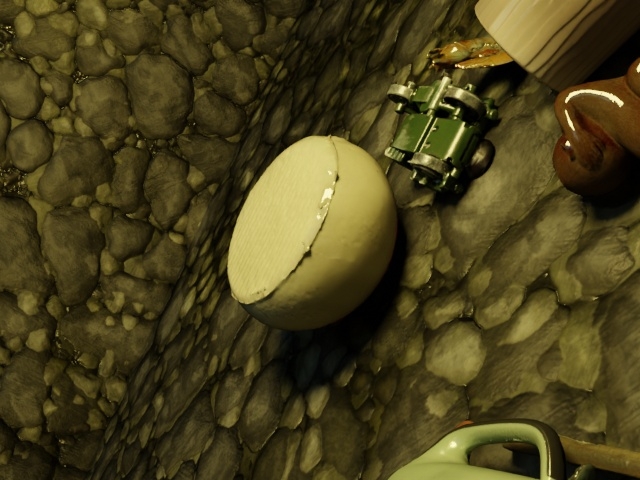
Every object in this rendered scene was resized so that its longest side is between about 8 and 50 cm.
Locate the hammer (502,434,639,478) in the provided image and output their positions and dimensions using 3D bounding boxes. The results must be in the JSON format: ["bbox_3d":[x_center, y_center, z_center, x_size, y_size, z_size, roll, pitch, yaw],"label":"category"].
[{"bbox_3d":[0.306,0.233,0.754,0.297,0.027,0.125,-7,54,61],"label":"hammer"}]

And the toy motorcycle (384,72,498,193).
[{"bbox_3d":[0.206,-0.194,1.293,0.275,0.127,0.205,24,88,59],"label":"toy motorcycle"}]

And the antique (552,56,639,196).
[{"bbox_3d":[0.392,-0.133,0.863,0.257,0.121,0.143,-19,57,47],"label":"antique"}]

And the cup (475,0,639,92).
[{"bbox_3d":[0.382,-0.394,1.037,0.273,0.208,0.288,-48,29,31],"label":"cup"}]

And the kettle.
[{"bbox_3d":[0.185,0.305,0.770,0.240,0.165,0.255,-61,18,-20],"label":"kettle"}]

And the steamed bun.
[{"bbox_3d":[0.000,0.000,1.334,0.374,0.241,0.374,-38,36,35],"label":"steamed bun"}]

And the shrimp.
[{"bbox_3d":[0.277,-0.329,1.242,0.132,0.187,0.051,-108,5,-71],"label":"shrimp"}]
